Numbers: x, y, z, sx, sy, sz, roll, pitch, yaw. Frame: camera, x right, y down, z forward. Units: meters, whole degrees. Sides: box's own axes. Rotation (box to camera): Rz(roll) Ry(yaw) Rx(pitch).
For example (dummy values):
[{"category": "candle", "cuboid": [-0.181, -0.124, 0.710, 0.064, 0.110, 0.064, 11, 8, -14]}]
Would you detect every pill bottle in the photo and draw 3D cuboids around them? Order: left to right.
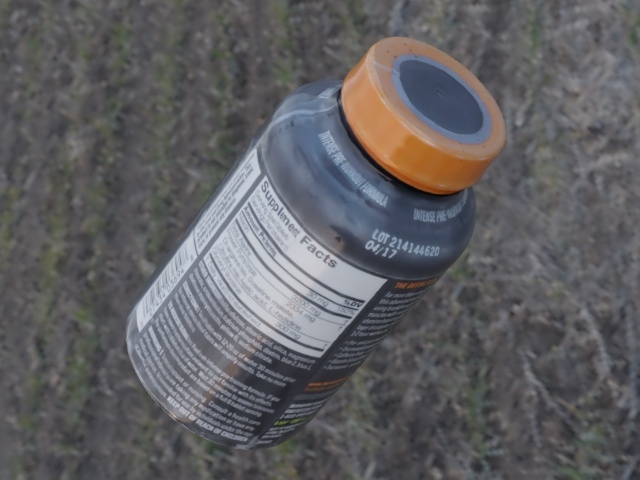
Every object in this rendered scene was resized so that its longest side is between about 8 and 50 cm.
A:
[{"category": "pill bottle", "cuboid": [0.000, 0.000, 0.883, 0.246, 0.130, 0.130, -50, 34, 36]}]
